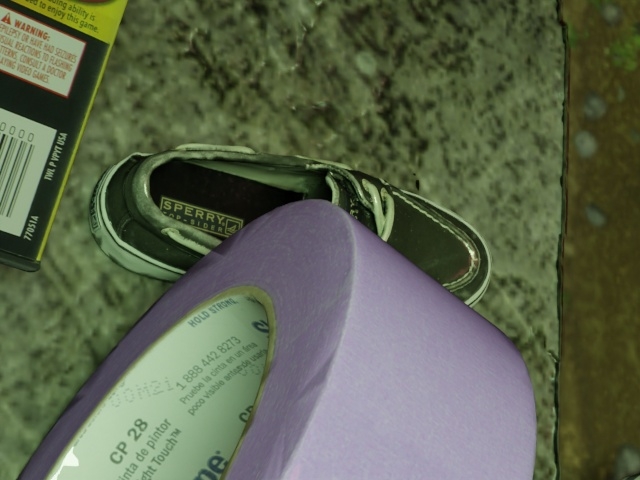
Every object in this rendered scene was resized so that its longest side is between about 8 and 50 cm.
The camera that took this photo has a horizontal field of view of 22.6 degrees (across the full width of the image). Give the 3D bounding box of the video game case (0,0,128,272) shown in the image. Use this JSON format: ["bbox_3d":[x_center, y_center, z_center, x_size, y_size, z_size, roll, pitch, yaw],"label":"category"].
[{"bbox_3d":[-0.187,-0.142,0.607,0.275,0.035,0.248,21,86,-40],"label":"video game case"}]

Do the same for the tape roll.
[{"bbox_3d":[-0.045,0.120,0.608,0.090,0.275,0.275,37,64,-19],"label":"tape roll"}]

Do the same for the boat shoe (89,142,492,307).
[{"bbox_3d":[0.000,0.000,0.779,0.219,0.070,0.078,9,75,-28],"label":"boat shoe"}]

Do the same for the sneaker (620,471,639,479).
[{"bbox_3d":[0.112,0.193,0.782,0.321,0.127,0.126,-16,94,-56],"label":"sneaker"}]
